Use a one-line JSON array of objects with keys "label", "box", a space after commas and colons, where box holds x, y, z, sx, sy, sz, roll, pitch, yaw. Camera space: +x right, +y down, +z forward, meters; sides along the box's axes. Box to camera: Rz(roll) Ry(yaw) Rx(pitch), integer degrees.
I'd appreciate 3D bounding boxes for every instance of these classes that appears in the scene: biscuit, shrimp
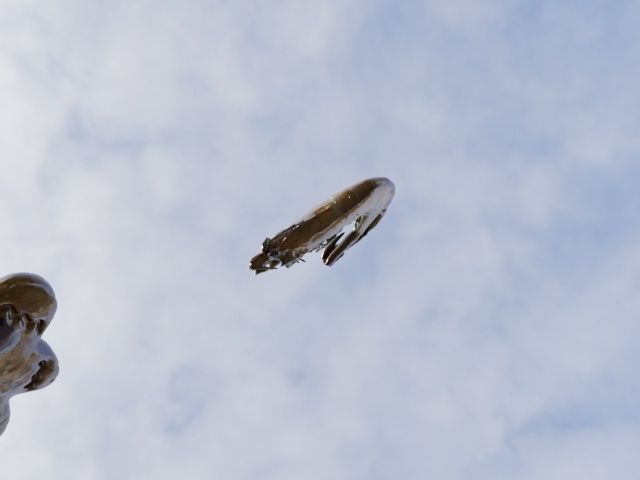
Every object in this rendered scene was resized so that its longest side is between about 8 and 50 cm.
[{"label": "biscuit", "box": [-0.308, 0.114, 0.806, 0.179, 0.039, 0.236, 10, -54, -36]}, {"label": "shrimp", "box": [-0.001, -0.001, 0.960, 0.178, 0.124, 0.034, -35, -109, -21]}]
